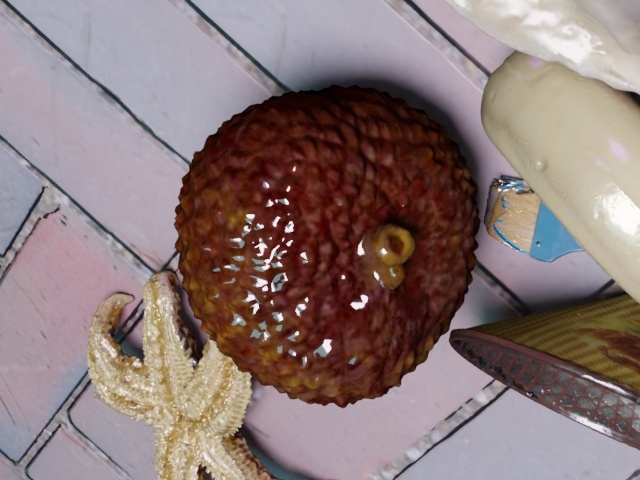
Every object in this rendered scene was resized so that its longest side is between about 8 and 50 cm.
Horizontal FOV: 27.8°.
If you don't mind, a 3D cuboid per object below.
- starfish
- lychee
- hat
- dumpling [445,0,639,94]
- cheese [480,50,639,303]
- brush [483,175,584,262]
[{"bbox_3d":[-0.090,0.138,0.994,0.216,0.071,0.238,27,138,22],"label":"starfish"},{"bbox_3d":[0.002,-0.003,0.760,0.194,0.194,0.194,17,128,22],"label":"lychee"},{"bbox_3d":[0.178,0.066,0.767,0.193,0.082,0.193,25,171,4],"label":"hat"},{"bbox_3d":[0.150,-0.166,0.540,0.243,0.175,0.226,-3,110,67],"label":"dumpling"},{"bbox_3d":[0.162,-0.011,0.634,0.071,0.249,0.163,-43,112,12],"label":"cheese"},{"bbox_3d":[0.175,0.004,0.765,0.164,0.014,0.051,19,130,20],"label":"brush"}]
